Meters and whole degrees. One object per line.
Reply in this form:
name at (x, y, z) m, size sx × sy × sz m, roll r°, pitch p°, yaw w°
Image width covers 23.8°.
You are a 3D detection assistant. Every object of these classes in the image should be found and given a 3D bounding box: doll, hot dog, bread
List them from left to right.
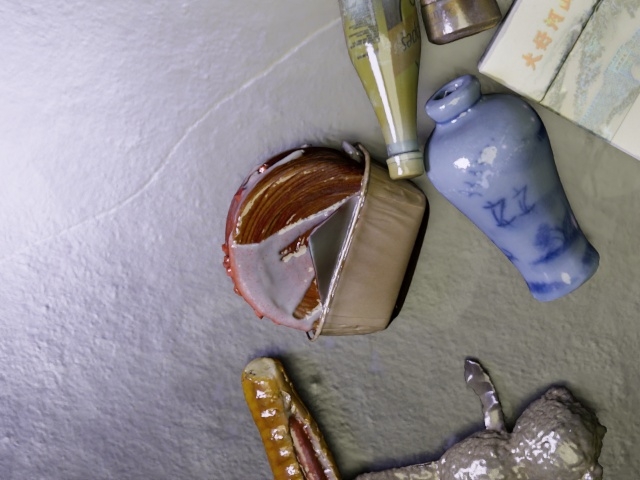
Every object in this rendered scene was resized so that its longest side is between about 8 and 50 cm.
hot dog at (-0.023, 0.271, 1.764) m, size 0.083 × 0.068 × 0.289 m, roll -11°, pitch 105°, yaw 52°
bread at (0.000, 0.000, 1.672) m, size 0.212 × 0.142 × 0.224 m, roll 13°, pitch 104°, yaw -16°
doll at (0.186, 0.270, 1.746) m, size 0.286 × 0.091 × 0.202 m, roll -43°, pitch 62°, yaw 1°

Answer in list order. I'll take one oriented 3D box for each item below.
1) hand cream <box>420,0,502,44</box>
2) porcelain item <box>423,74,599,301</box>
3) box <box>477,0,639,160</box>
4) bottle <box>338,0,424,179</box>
hand cream at (0.128, -0.316, 1.631) m, size 0.084 × 0.084 × 0.203 m, roll -17°, pitch 95°, yaw 8°
porcelain item at (0.205, -0.058, 1.650) m, size 0.141 × 0.141 × 0.259 m, roll -31°, pitch 106°, yaw 10°
box at (0.321, -0.196, 1.642) m, size 0.256 × 0.069 × 0.164 m, roll 28°, pitch 103°, yaw -2°
bottle at (0.072, -0.198, 1.629) m, size 0.083 × 0.083 × 0.269 m, roll -11°, pitch 86°, yaw 7°
